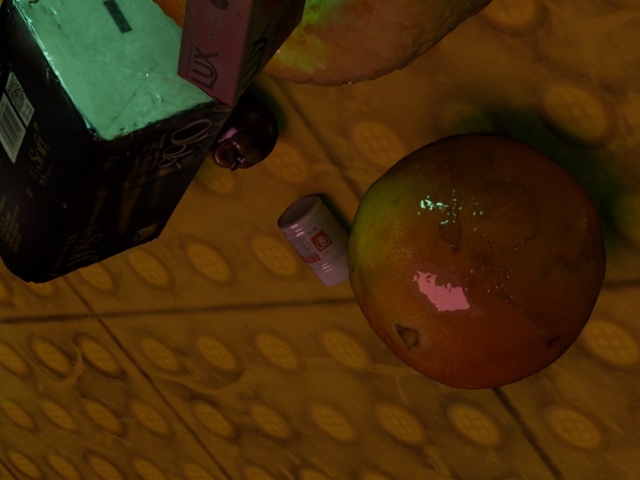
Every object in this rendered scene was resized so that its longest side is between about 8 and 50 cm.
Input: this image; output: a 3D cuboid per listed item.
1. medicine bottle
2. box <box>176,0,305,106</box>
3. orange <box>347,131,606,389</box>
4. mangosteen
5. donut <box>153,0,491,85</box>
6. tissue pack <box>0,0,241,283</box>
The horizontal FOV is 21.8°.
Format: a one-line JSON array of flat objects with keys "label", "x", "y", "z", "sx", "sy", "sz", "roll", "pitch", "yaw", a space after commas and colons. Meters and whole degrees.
[{"label": "medicine bottle", "x": 0.000, "y": 0.000, "z": 1.798, "sx": 0.057, "sy": 0.057, "sz": 0.089, "roll": -9, "pitch": 126, "yaw": 51}, {"label": "box", "x": -0.055, "y": -0.187, "z": 1.258, "sx": 0.060, "sy": 0.111, "sz": 0.156, "roll": 31, "pitch": 152, "yaw": 10}, {"label": "orange", "x": 0.143, "y": 0.016, "z": 1.521, "sx": 0.240, "sy": 0.240, "sz": 0.240, "roll": 27, "pitch": 147, "yaw": 19}, {"label": "mangosteen", "x": -0.086, "y": -0.112, "z": 1.722, "sx": 0.081, "sy": 0.081, "sz": 0.081, "roll": 27, "pitch": 147, "yaw": 19}, {"label": "donut", "x": -0.018, "y": -0.285, "z": 1.348, "sx": 0.435, "sy": 0.163, "sz": 0.377, "roll": -6, "pitch": 129, "yaw": 48}, {"label": "tissue pack", "x": -0.241, "y": -0.128, "z": 1.704, "sx": 0.210, "sy": 0.198, "sz": 0.370, "roll": 64, "pitch": 152, "yaw": 13}]
